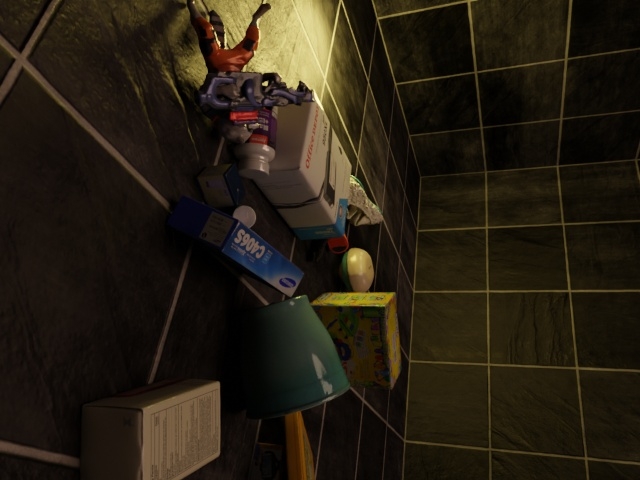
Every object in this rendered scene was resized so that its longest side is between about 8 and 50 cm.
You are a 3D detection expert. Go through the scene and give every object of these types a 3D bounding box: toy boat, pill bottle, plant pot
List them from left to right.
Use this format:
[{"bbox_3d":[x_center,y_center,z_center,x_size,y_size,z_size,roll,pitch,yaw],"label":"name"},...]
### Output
[{"bbox_3d":[-0.168,-0.263,1.346,0.108,0.108,0.194,30,59,-66],"label":"pill bottle"},{"bbox_3d":[-0.086,0.281,1.320,0.271,0.271,0.255,1,73,-70],"label":"plant pot"},{"bbox_3d":[0.142,0.191,2.123,0.267,0.148,0.319,-3,83,-75],"label":"toy boat"}]

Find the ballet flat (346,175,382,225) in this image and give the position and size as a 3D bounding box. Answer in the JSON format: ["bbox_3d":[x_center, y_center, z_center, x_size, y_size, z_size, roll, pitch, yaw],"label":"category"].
[{"bbox_3d":[0.147,-0.141,2.206,0.409,0.146,0.147,43,48,-58],"label":"ballet flat"}]

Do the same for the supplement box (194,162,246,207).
[{"bbox_3d":[-0.230,-0.126,1.198,0.056,0.083,0.083,-65,146,-51],"label":"supplement box"}]

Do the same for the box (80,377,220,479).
[{"bbox_3d":[-0.291,0.341,0.921,0.232,0.126,0.149,11,78,-69],"label":"box"}]

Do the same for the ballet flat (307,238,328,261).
[{"bbox_3d":[0.000,0.000,1.770,0.049,0.057,0.173,-23,146,-50],"label":"ballet flat"}]

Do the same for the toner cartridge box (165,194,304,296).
[{"bbox_3d":[-0.180,0.024,1.186,0.075,0.165,0.348,-60,151,-9],"label":"toner cartridge box"}]

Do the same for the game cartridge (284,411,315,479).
[{"bbox_3d":[-0.052,0.648,1.455,0.285,0.052,0.324,-99,-178,-49],"label":"game cartridge"}]

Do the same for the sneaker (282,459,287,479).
[{"bbox_3d":[-0.114,0.741,1.378,0.121,0.111,0.299,55,37,-56],"label":"sneaker"}]

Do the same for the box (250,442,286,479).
[{"bbox_3d":[-0.140,0.607,1.364,0.028,0.081,0.136,54,38,-56],"label":"box"}]

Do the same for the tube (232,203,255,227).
[{"bbox_3d":[-0.192,-0.055,1.256,0.207,0.052,0.080,-170,-100,-77],"label":"tube"}]

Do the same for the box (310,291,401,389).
[{"bbox_3d":[0.123,0.343,1.820,0.177,0.279,0.290,-27,114,-68],"label":"box"}]

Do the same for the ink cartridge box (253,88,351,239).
[{"bbox_3d":[-0.045,-0.217,1.590,0.395,0.166,0.286,53,39,-56],"label":"ink cartridge box"}]

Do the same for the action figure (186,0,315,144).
[{"bbox_3d":[-0.184,-0.393,1.240,0.341,0.178,0.331,-4,97,-45],"label":"action figure"}]

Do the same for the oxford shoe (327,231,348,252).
[{"bbox_3d":[0.036,-0.076,1.936,0.098,0.096,0.271,-100,176,-48],"label":"oxford shoe"}]
